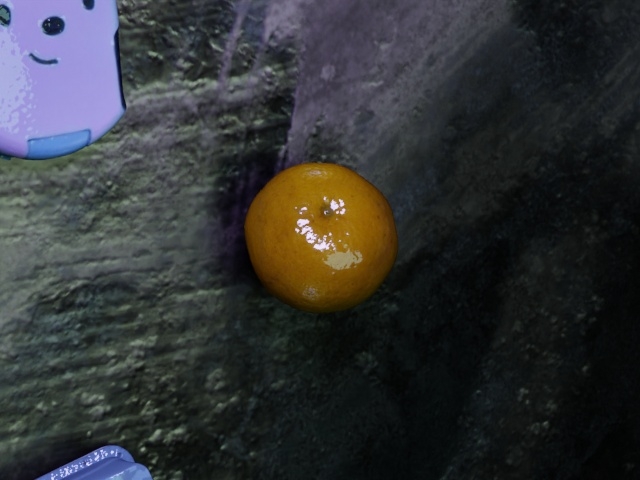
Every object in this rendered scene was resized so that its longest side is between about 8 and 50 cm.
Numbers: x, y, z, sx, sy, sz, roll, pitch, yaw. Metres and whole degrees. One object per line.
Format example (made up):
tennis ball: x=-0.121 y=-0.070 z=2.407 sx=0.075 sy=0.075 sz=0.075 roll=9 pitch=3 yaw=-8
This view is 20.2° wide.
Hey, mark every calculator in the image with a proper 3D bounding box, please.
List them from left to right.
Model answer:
calculator: x=-0.271 y=-0.220 z=1.686 sx=0.173 sy=0.051 sz=0.293 roll=-13 pitch=104 yaw=-28

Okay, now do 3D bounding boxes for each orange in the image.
orange: x=0.000 y=0.000 z=1.831 sx=0.159 sy=0.136 sz=0.159 roll=4 pitch=64 yaw=-8

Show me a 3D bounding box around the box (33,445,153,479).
box: x=-0.243 y=0.309 z=1.739 sx=0.227 sy=0.130 sz=0.162 roll=-25 pitch=94 yaw=-27
